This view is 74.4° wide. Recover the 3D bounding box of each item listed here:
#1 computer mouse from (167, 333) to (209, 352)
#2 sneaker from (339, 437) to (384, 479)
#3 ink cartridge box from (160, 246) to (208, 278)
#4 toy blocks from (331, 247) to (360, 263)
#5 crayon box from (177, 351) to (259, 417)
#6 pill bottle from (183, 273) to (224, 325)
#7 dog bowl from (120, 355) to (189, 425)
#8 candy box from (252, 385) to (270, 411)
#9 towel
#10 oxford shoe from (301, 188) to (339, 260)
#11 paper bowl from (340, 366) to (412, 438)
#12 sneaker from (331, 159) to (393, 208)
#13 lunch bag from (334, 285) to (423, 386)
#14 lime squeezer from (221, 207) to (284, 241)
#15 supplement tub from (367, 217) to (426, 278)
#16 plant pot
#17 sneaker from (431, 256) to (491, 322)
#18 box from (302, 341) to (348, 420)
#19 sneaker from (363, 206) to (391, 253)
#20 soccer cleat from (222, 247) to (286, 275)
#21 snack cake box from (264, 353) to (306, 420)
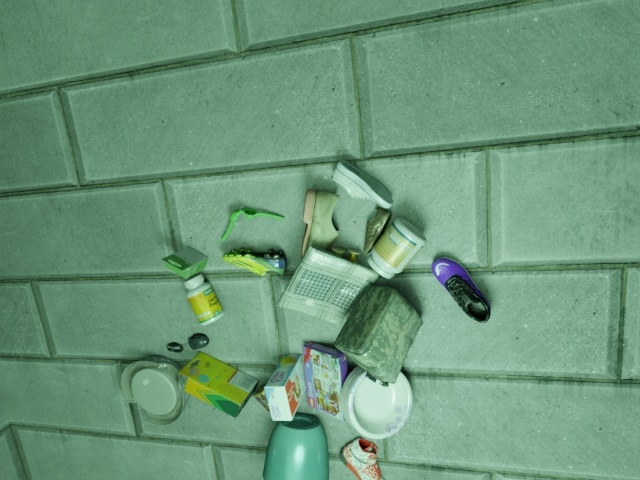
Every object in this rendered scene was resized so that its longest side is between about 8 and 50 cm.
[{"bbox_3d":[-0.633,0.495,1.997,0.241,0.041,0.071,-18,99,19],"label":"computer mouse"},{"bbox_3d":[0.224,1.000,1.868,0.270,0.090,0.145,42,113,4],"label":"sneaker"},{"bbox_3d":[-0.582,0.100,1.793,0.108,0.209,0.062,28,109,7],"label":"ink cartridge box"},{"bbox_3d":[0.089,0.108,1.679,0.123,0.054,0.148,5,107,-18],"label":"toy blocks"},{"bbox_3d":[-0.465,0.644,1.906,0.318,0.202,0.081,24,109,9],"label":"crayon box"},{"bbox_3d":[-0.522,0.259,1.867,0.117,0.117,0.209,-22,97,19],"label":"pill bottle"},{"bbox_3d":[-0.799,0.725,2.068,0.347,0.102,0.350,3,104,14],"label":"dog bowl"},{"bbox_3d":[-0.232,0.707,1.883,0.109,0.053,0.187,44,148,1],"label":"candy box"},{"bbox_3d":[0.034,0.196,1.658,0.323,0.056,0.312,21,115,-19],"label":"towel"},{"bbox_3d":[0.000,0.000,1.655,0.146,0.140,0.398,3,112,-2],"label":"oxford shoe"},{"bbox_3d":[0.217,0.636,1.710,0.283,0.148,0.285,2,85,-18],"label":"paper bowl"},{"bbox_3d":[0.157,-0.198,1.595,0.258,0.094,0.091,40,128,7],"label":"sneaker"},{"bbox_3d":[0.238,0.361,1.582,0.256,0.212,0.305,41,68,-23],"label":"lunch bag"},{"bbox_3d":[-0.307,-0.085,1.755,0.310,0.059,0.110,-18,98,18],"label":"lime squeezer"},{"bbox_3d":[0.282,0.030,1.578,0.144,0.144,0.200,38,110,3],"label":"supplement tub"},{"bbox_3d":[-0.097,0.905,1.837,0.292,0.293,0.236,4,89,14],"label":"plant pot"},{"bbox_3d":[0.527,0.186,1.551,0.293,0.146,0.102,47,110,0],"label":"sneaker"},{"bbox_3d":[0.025,0.597,1.799,0.200,0.057,0.294,7,107,38],"label":"box"},{"bbox_3d":[0.206,-0.040,1.634,0.071,0.066,0.189,34,105,22],"label":"sneaker"},{"bbox_3d":[-0.282,0.099,1.777,0.288,0.093,0.121,3,111,15],"label":"soccer cleat"},{"bbox_3d":[-0.137,0.611,1.773,0.089,0.264,0.152,-7,101,15],"label":"snack cake box"}]
